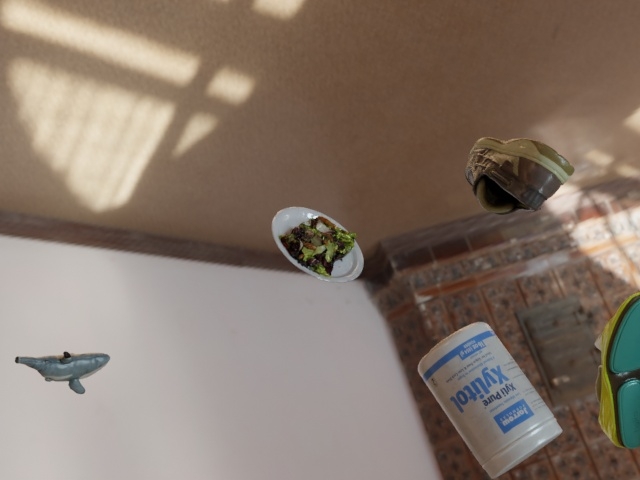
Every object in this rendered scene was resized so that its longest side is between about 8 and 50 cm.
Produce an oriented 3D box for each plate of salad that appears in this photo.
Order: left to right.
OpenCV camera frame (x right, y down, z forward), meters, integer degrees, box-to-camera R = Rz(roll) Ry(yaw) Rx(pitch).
[{"bbox_3d":[0.000,0.000,1.746,0.199,0.200,0.048,0,138,-40],"label":"plate of salad"}]

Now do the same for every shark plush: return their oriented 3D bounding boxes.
[{"bbox_3d":[-0.435,0.198,1.516,0.067,0.073,0.161,-35,137,29],"label":"shark plush"}]

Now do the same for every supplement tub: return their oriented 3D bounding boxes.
[{"bbox_3d":[0.133,0.126,0.724,0.071,0.107,0.071,-30,158,-13],"label":"supplement tub"}]

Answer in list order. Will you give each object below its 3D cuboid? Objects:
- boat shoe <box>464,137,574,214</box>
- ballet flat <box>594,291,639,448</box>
[{"bbox_3d":[0.203,-0.067,1.018,0.073,0.080,0.223,-52,-170,-5],"label":"boat shoe"},{"bbox_3d":[0.398,0.167,1.207,0.077,0.231,0.077,-11,-159,-15],"label":"ballet flat"}]
